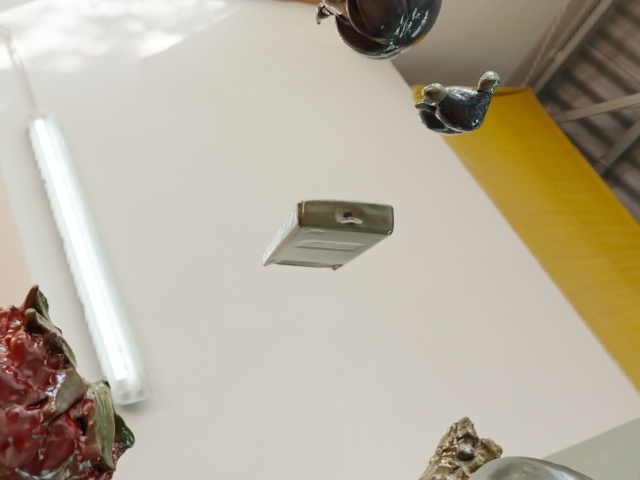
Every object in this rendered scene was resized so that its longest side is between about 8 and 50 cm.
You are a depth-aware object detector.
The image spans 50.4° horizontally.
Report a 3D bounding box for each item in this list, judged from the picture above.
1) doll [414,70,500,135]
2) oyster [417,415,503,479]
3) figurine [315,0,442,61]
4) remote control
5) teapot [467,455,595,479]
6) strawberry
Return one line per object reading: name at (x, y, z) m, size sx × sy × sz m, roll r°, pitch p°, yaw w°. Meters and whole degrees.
doll at (0.122, -0.124, 0.634) m, size 0.083 × 0.076 × 0.050 m, roll -132°, pitch -147°, yaw -83°
oyster at (0.139, 0.299, 0.806) m, size 0.106 × 0.061 × 0.199 m, roll 8°, pitch -124°, yaw 39°
figurine at (0.058, -0.383, 0.963) m, size 0.197 × 0.175 × 0.264 m, roll -24°, pitch -92°, yaw 14°
remote control at (0.000, 0.000, 0.912) m, size 0.285 × 0.124 × 0.038 m, roll 134°, pitch -41°, yaw -73°
teapot at (0.165, 0.334, 0.501) m, size 0.223 × 0.285 × 0.305 m, roll 52°, pitch -29°, yaw -4°
strawberry at (-0.313, 0.200, 0.557) m, size 0.138 × 0.306 × 0.233 m, roll 22°, pitch -40°, yaw 55°
